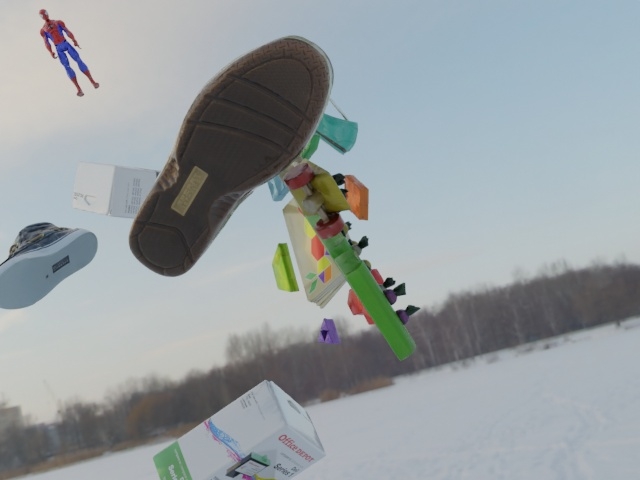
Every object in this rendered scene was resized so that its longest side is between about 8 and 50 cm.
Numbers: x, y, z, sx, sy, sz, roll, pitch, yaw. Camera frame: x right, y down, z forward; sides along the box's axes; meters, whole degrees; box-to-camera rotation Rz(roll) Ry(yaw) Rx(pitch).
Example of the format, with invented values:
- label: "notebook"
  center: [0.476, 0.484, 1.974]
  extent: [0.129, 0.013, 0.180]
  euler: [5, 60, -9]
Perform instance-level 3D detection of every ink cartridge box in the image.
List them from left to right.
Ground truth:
- label: "ink cartridge box"
  center: [-0.352, -0.095, 1.661]
  extent: [0.237, 0.100, 0.172]
  euler: [5, 4, -41]
- label: "ink cartridge box"
  center: [-0.156, 0.428, 1.643]
  extent: [0.278, 0.117, 0.201]
  euler: [-34, -39, 3]

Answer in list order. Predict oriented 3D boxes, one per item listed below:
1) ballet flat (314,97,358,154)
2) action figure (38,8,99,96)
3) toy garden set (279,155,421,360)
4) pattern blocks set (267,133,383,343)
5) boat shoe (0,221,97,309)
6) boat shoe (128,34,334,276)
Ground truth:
- label: "ballet flat"
  center: [-0.030, -0.266, 1.652]
  extent: [0.087, 0.247, 0.083]
  euler: [-59, -3, 0]
- label: "action figure"
  center: [-0.319, -0.238, 1.031]
  extent: [0.038, 0.115, 0.030]
  euler: [-31, 1, -4]
- label: "toy garden set"
  center: [0.018, -0.017, 0.841]
  extent: [0.049, 0.204, 0.244]
  euler: [-33, 24, 0]
- label: "pattern blocks set"
  center: [0.000, 0.000, 1.285]
  extent: [0.026, 0.325, 0.285]
  euler: [-2, -17, -33]
- label: "boat shoe"
  center: [-0.373, 0.030, 1.045]
  extent: [0.083, 0.065, 0.183]
  euler: [12, 25, 23]
- label: "boat shoe"
  center: [-0.079, -0.082, 0.717]
  extent: [0.257, 0.095, 0.095]
  euler: [-44, 11, 28]
